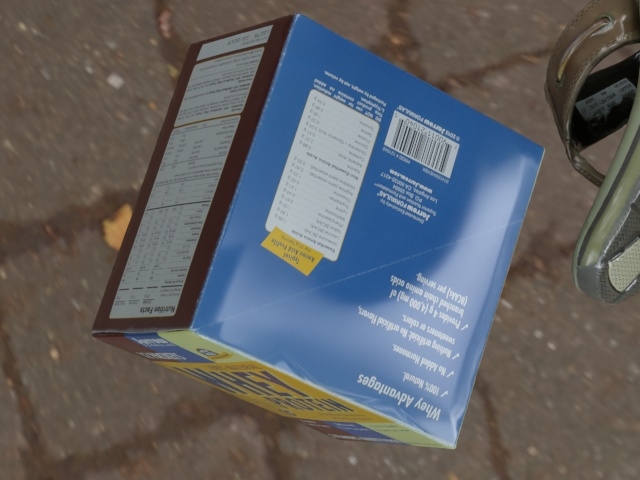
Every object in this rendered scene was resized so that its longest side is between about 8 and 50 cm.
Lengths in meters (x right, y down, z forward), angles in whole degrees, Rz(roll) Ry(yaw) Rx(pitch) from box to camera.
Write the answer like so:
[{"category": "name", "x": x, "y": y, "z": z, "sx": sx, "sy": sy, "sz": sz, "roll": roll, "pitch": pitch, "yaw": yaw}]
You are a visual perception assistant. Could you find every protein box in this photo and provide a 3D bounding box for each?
[{"category": "protein box", "x": 0.000, "y": 0.000, "z": 1.168, "sx": 0.199, "sy": 0.136, "sz": 0.201, "roll": 26, "pitch": 74, "yaw": -28}]

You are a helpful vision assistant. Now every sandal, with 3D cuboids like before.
[{"category": "sandal", "x": 0.177, "y": -0.102, "z": 1.081, "sx": 0.120, "sy": 0.086, "sz": 0.303, "roll": 56, "pitch": 41, "yaw": -59}]
